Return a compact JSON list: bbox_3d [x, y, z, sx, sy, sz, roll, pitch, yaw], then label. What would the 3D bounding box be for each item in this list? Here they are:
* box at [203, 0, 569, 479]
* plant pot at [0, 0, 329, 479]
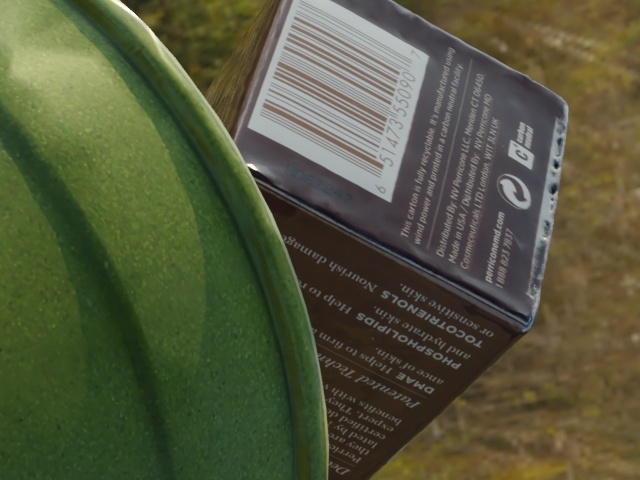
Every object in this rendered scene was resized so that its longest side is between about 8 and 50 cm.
[{"bbox_3d":[0.000,0.000,0.893,0.167,0.203,0.168,27,46,-12],"label":"box"},{"bbox_3d":[-0.247,0.094,0.578,0.353,0.366,0.366,-28,102,-49],"label":"plant pot"}]
